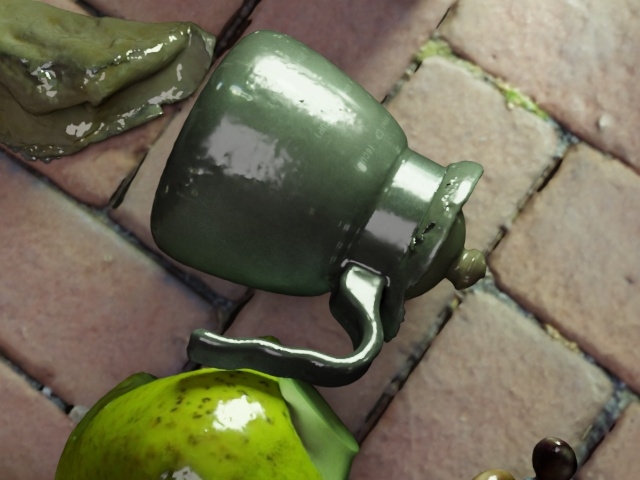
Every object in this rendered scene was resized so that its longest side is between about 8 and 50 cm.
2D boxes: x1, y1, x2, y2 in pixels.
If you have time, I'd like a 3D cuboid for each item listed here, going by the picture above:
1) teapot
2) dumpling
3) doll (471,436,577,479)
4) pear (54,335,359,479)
[{"bbox_3d":[0.010,-0.021,1.145,0.285,0.305,0.223,26,111,2],"label":"teapot"},{"bbox_3d":[-0.277,-0.166,1.296,0.332,0.086,0.166,10,81,12],"label":"dumpling"},{"bbox_3d":[0.066,0.309,1.096,0.209,0.339,0.318,38,129,40],"label":"doll"},{"bbox_3d":[-0.118,0.194,1.130,0.286,0.282,0.176,-21,88,4],"label":"pear"}]
